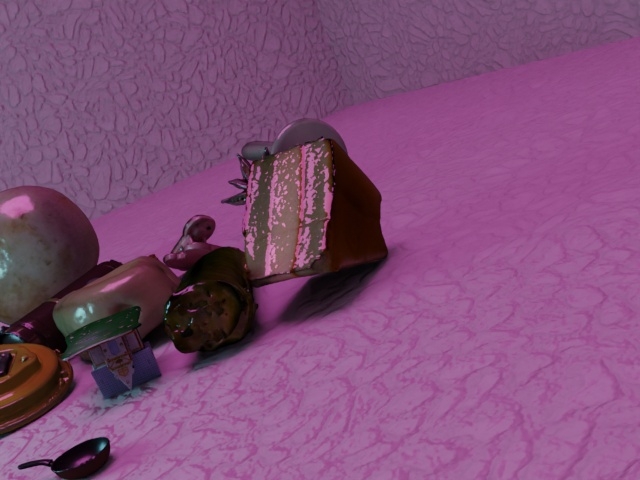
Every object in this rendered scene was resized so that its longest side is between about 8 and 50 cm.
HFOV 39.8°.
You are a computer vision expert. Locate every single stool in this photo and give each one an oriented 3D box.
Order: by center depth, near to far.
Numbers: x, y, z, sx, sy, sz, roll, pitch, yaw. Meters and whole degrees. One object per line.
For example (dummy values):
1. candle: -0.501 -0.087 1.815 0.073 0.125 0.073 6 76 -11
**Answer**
1. stool: -0.061 -0.182 2.102 0.195 0.195 0.198 -27 11 -24

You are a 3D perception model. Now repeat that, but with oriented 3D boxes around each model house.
1. model house: -0.285 0.161 1.224 0.117 0.088 0.167 -24 11 -11

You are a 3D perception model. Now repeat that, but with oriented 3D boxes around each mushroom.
1. mushroom: -0.605 0.028 1.866 0.297 0.298 0.290 -20 6 4

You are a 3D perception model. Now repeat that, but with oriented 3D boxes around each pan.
1. pan: -0.284 0.250 0.985 0.115 0.023 0.068 -15 14 17

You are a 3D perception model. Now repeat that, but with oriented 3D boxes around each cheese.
1. cheese: -0.322 0.105 1.445 0.235 0.117 0.218 -19 12 36

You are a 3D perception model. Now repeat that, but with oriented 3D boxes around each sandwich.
1. sandwich: 0.000 0.000 1.320 0.155 0.198 0.228 -15 53 26

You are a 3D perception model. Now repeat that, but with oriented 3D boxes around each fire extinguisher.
1. fire extinguisher: -0.442 0.121 1.591 0.141 0.105 0.341 16 30 19

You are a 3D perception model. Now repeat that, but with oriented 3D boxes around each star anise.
1. star anise: -0.122 -0.106 1.967 0.182 0.195 0.065 24 11 15

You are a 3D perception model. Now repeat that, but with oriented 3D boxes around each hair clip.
1. hair clip: -0.247 0.030 1.771 0.123 0.102 0.138 18 -61 -44

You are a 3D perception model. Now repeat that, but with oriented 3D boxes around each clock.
1. clock: -0.485 0.207 1.299 0.237 0.057 0.237 -7 24 3

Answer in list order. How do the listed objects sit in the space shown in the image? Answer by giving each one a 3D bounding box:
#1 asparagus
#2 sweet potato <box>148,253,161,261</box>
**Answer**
1. asparagus: -0.160 0.078 1.347 0.128 0.108 0.382 -23 10 0
2. sweet potato: -0.340 0.068 1.773 0.255 0.058 0.078 177 116 -81
